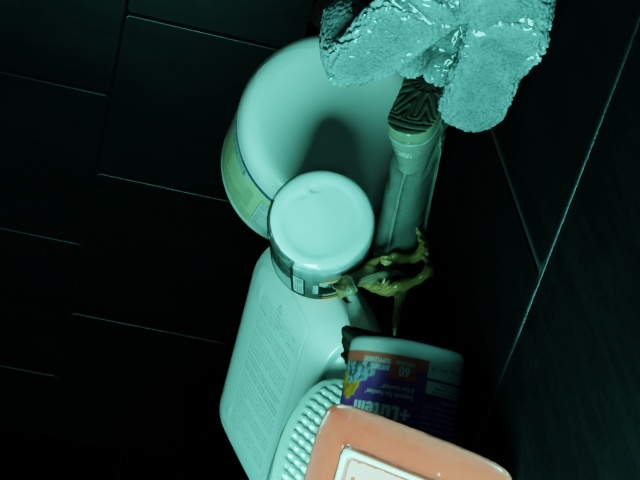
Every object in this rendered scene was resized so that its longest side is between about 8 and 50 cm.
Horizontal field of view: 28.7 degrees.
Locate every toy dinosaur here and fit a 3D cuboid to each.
[{"bbox_3d":[0.077,0.042,1.379,0.211,0.112,0.064,22,-139,-61],"label":"toy dinosaur"}]

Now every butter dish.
[{"bbox_3d":[0.071,0.212,1.019,0.118,0.160,0.160,-32,-41,-68],"label":"butter dish"}]

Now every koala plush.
[{"bbox_3d":[0.125,-0.255,1.163,0.203,0.196,0.221,129,155,-49],"label":"koala plush"}]

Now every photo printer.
[{"bbox_3d":[-0.025,0.168,1.596,0.256,0.107,0.307,52,134,51],"label":"photo printer"}]

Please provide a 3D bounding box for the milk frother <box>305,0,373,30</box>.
[{"bbox_3d":[0.067,-0.325,1.808,0.129,0.135,0.143,-45,18,9],"label":"milk frother"}]

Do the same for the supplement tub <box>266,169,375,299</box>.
[{"bbox_3d":[0.000,0.000,1.401,0.190,0.117,0.117,90,-170,-77],"label":"supplement tub"}]

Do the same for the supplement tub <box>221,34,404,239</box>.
[{"bbox_3d":[-0.008,-0.116,1.655,0.325,0.235,0.235,137,145,-77],"label":"supplement tub"}]

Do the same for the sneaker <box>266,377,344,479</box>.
[{"bbox_3d":[-0.013,0.339,1.382,0.150,0.135,0.366,126,156,-65],"label":"sneaker"}]

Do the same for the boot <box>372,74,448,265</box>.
[{"bbox_3d":[0.114,-0.097,1.382,0.189,0.076,0.208,-54,-26,-33],"label":"boot"}]

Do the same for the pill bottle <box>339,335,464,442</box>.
[{"bbox_3d":[0.064,0.190,1.139,0.108,0.108,0.193,138,143,-77],"label":"pill bottle"}]

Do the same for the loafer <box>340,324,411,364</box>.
[{"bbox_3d":[0.060,0.142,1.340,0.220,0.080,0.078,-149,72,-82],"label":"loafer"}]

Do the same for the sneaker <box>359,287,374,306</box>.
[{"bbox_3d":[0.047,0.084,1.654,0.064,0.067,0.175,6,99,57],"label":"sneaker"}]
